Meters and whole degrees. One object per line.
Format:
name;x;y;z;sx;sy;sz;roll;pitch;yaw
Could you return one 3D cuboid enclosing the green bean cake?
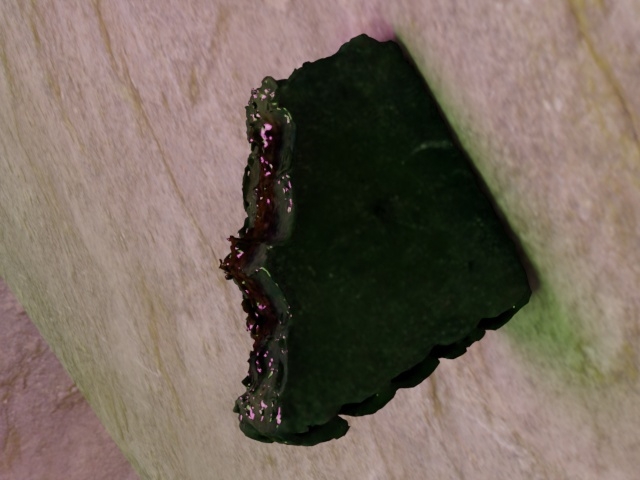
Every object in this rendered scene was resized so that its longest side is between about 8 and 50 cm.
green bean cake;0.000;0.000;0.865;0.208;0.193;0.107;62;164;-4
